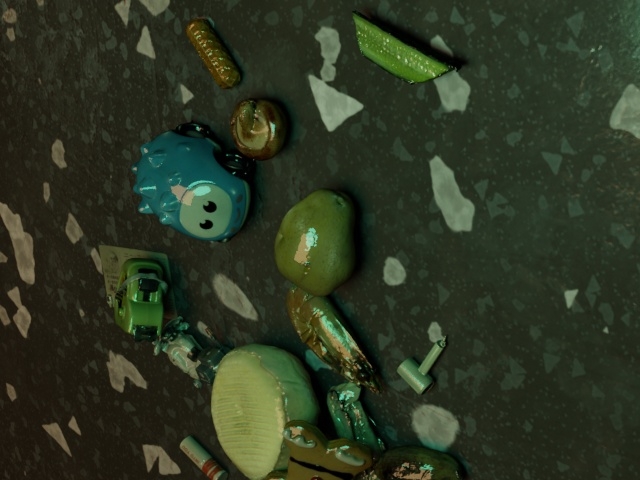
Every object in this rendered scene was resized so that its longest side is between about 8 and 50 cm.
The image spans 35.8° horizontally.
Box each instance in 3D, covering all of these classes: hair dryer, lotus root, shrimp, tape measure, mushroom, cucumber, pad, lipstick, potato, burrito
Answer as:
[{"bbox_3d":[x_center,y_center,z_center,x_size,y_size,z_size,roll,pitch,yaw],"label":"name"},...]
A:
[{"bbox_3d":[0.185,0.207,1.722,0.063,0.038,0.124,44,125,23],"label":"hair dryer"},{"bbox_3d":[0.172,0.413,1.776,0.179,0.080,0.089,-5,103,37],"label":"lotus root"},{"bbox_3d":[0.022,0.193,1.855,0.267,0.061,0.145,42,139,20],"label":"shrimp"},{"bbox_3d":[-0.393,0.126,2.169,0.200,0.106,0.175,-178,96,-70],"label":"tape measure"},{"bbox_3d":[-0.115,-0.203,1.812,0.127,0.087,0.127,15,112,42],"label":"mushroom"},{"bbox_3d":[0.134,-0.293,1.569,0.220,0.046,0.070,36,130,31],"label":"cucumber"},{"bbox_3d":[-0.426,0.095,2.285,0.265,0.009,0.159,6,109,42],"label":"pad"},{"bbox_3d":[-0.267,0.504,2.268,0.130,0.038,0.038,37,128,28],"label":"lipstick"},{"bbox_3d":[0.000,0.000,1.754,0.157,0.157,0.194,36,115,29],"label":"potato"},{"bbox_3d":[0.084,0.416,1.876,0.096,0.066,0.309,-14,95,51],"label":"burrito"}]

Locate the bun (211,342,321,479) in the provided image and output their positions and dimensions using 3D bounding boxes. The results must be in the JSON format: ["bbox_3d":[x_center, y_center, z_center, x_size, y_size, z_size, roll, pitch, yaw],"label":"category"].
[{"bbox_3d":[-0.100,0.335,1.968,0.287,0.146,0.287,7,99,49],"label":"bun"}]

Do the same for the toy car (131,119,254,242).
[{"bbox_3d":[-0.258,-0.104,1.918,0.255,0.190,0.188,37,127,26],"label":"toy car"}]

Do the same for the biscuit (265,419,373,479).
[{"bbox_3d":[-0.008,0.469,1.847,0.197,0.049,0.301,19,125,5],"label":"biscuit"}]

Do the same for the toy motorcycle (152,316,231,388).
[{"bbox_3d":[-0.277,0.245,2.142,0.221,0.102,0.150,13,135,44],"label":"toy motorcycle"}]

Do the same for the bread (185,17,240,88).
[{"bbox_3d":[-0.203,-0.353,1.869,0.157,0.044,0.052,57,138,12],"label":"bread"}]
